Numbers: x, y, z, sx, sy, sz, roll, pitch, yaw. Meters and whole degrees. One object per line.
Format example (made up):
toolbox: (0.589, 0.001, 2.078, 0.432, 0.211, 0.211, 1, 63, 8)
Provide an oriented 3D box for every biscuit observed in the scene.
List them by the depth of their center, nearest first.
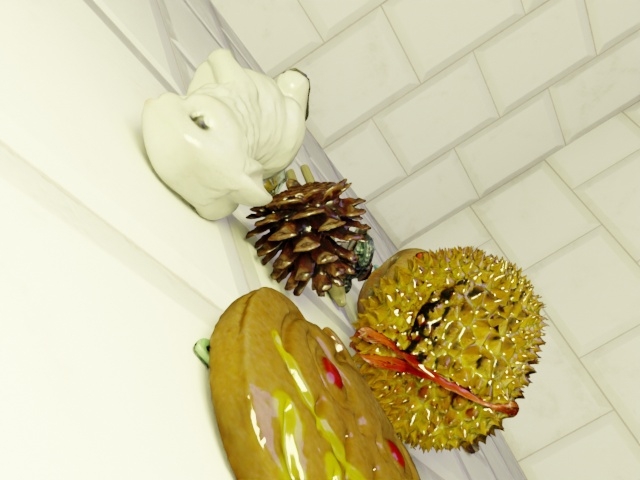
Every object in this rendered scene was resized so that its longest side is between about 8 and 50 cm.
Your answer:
biscuit: (0.024, 0.216, 0.729, 0.394, 0.070, 0.350, 52, 18, -28)

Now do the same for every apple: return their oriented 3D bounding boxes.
apple: (0.202, 0.139, 1.525, 0.194, 0.261, 0.261, 46, 10, -5)

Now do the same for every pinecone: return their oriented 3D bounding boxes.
pinecone: (-0.014, -0.007, 1.056, 0.207, 0.208, 0.208, 55, 9, -14)

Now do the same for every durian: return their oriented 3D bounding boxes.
durian: (0.227, 0.187, 1.184, 0.347, 0.348, 0.384, 52, 45, -33)

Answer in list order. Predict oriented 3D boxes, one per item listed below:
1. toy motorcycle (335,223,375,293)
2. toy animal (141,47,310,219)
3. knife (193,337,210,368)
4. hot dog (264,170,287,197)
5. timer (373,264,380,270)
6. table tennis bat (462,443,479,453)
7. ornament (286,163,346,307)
toy motorcycle: (0.071, 0.030, 1.448, 0.213, 0.082, 0.122, 122, -42, -59)
toy animal: (-0.137, -0.145, 0.978, 0.357, 0.194, 0.257, -65, 148, -61)
knife: (-0.042, 0.202, 0.719, 0.293, 0.020, 0.043, 53, 12, -26)
hot dog: (-0.148, -0.203, 1.349, 0.162, 0.082, 0.270, -100, 165, -45)
timer: (0.199, 0.201, 1.706, 0.255, 0.175, 0.175, 31, 2, 15)
table tennis bat: (0.414, 0.566, 1.921, 0.220, 0.019, 0.130, 47, 14, -44)
ornament: (0.000, 0.000, 1.385, 0.230, 0.061, 0.245, 77, -5, -48)
